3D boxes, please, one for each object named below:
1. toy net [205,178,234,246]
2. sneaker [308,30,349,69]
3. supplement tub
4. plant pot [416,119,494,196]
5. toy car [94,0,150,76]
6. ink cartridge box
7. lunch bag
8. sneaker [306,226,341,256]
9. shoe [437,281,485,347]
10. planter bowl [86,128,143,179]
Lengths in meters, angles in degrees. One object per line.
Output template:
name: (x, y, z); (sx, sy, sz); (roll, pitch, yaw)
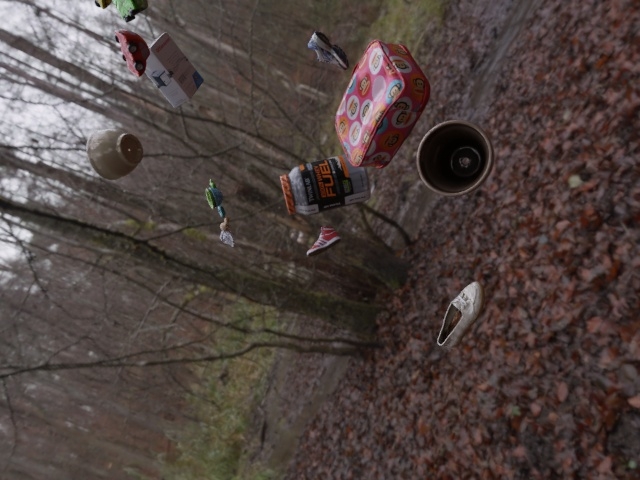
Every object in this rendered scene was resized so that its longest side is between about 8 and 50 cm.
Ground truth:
toy net: (-0.335, -0.079, 1.628); (0.122, 0.045, 0.232); (41, 146, 51)
sneaker: (0.022, -0.525, 1.394); (0.058, 0.135, 0.052); (-35, 27, 40)
supplement tub: (0.017, -0.207, 1.861); (0.193, 0.315, 0.194); (165, 90, -87)
plant pot: (0.503, -0.293, 1.785); (0.229, 0.263, 0.263); (-15, -44, -61)
toy car: (-0.384, -0.456, 0.972); (0.053, 0.239, 0.225); (-37, 26, -24)
ink cartridge box: (-0.487, -0.554, 1.611); (0.082, 0.191, 0.140); (-21, 35, 28)
lunch bag: (0.142, -0.362, 1.300); (0.293, 0.120, 0.258); (-58, 43, 45)
sneaker: (0.000, 0.000, 1.589); (0.118, 0.067, 0.042); (-28, -22, -3)
shoe: (0.395, 0.213, 1.397); (0.076, 0.058, 0.219); (51, 126, 54)
planter bowl: (-0.632, -0.279, 1.561); (0.162, 0.109, 0.162); (-7, -90, -67)
